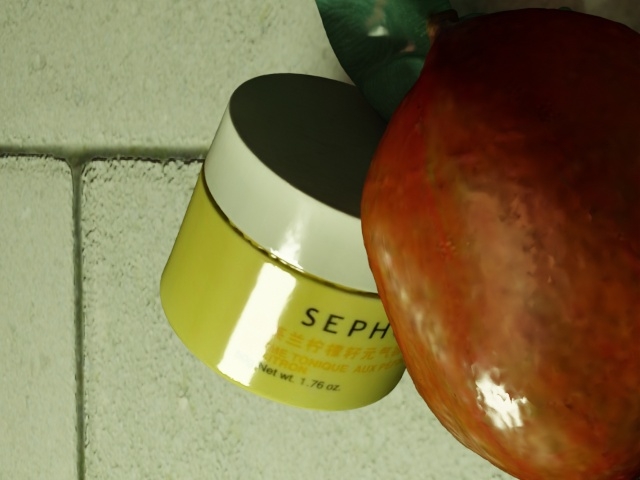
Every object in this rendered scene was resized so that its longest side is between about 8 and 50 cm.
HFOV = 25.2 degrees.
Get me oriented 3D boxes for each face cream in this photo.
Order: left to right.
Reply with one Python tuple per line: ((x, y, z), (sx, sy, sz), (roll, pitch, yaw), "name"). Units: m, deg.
((0.000, 0.000, 1.137), (0.218, 0.218, 0.179), (47, 127, 34), "face cream")

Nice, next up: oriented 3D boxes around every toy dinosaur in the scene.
((0.036, -0.153, 1.159), (0.331, 0.129, 0.383), (-16, 103, 54), "toy dinosaur")

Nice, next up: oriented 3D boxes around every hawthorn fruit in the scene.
((0.164, 0.008, 0.903), (0.295, 0.295, 0.311), (10, 131, 47), "hawthorn fruit")

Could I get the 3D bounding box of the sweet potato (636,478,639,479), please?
((0.213, 0.176, 1.066), (0.115, 0.026, 0.026), (19, 107, 45), "sweet potato")
